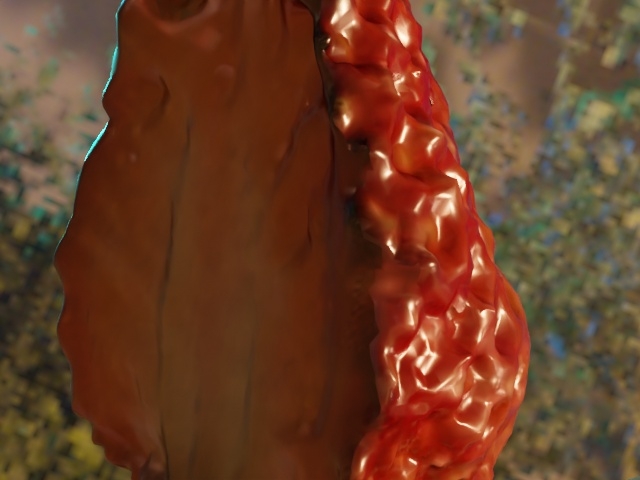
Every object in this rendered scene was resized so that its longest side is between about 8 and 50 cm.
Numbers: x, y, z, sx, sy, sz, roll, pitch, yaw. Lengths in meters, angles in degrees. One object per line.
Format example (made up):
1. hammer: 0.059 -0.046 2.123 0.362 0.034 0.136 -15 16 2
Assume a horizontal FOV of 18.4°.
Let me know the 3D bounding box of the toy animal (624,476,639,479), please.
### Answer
1. toy animal: 0.207 0.268 0.862 0.196 0.241 0.367 -26 -57 17

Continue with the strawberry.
1. strawberry: 0.000 0.000 0.931 0.149 0.336 0.265 -2 3 -36
